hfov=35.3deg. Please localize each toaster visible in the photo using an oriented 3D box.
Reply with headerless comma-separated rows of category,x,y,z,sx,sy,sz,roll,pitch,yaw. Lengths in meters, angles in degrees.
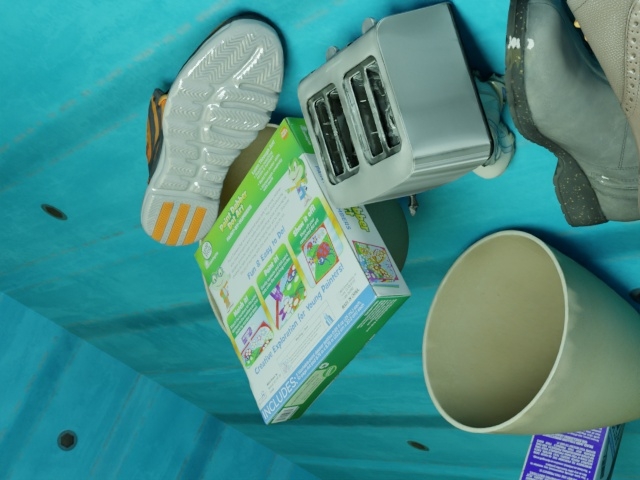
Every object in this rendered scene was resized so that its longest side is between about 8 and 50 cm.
toaster,0.074,-0.121,1.002,0.110,0.185,0.168,-15,176,-30

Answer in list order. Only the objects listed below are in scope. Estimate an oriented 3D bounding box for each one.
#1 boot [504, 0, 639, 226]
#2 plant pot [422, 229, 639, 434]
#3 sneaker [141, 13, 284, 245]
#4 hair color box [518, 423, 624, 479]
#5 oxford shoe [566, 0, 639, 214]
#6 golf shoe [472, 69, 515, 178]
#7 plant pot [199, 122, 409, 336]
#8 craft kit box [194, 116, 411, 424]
boot,0.309,-0.122,0.917,0.223,0.118,0.338,0,154,31
plant pot,0.319,0.148,1.311,0.274,0.256,0.256,19,161,-30
sneaker,-0.150,-0.162,1.213,0.125,0.180,0.321,14,127,-26
hair color box,0.368,0.326,1.473,0.110,0.338,0.185,13,154,25
oxford shoe,0.265,-0.158,0.775,0.133,0.130,0.363,16,132,29
golf shoe,0.165,-0.104,1.085,0.069,0.086,0.176,12,155,22
plant pot,0.000,0.000,1.281,0.191,0.284,0.284,0,174,-38
craft kit box,-0.033,0.036,1.129,0.061,0.246,0.250,-3,144,-40
